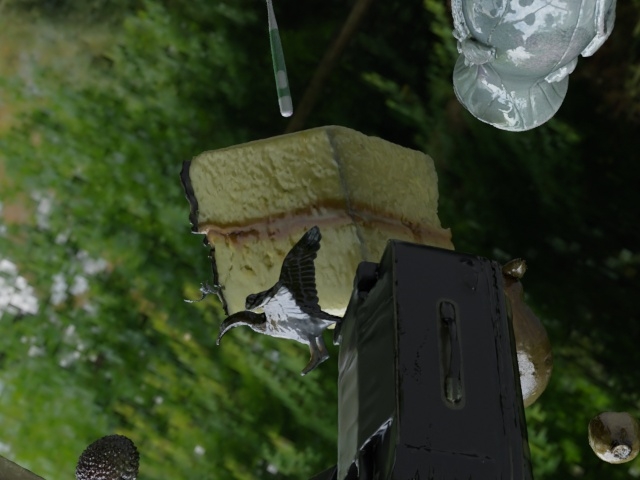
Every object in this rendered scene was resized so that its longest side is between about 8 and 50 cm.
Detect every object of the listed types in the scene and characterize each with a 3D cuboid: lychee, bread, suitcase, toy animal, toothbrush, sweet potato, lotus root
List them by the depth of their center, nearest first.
[{"bbox_3d":[0.118,0.213,1.568,0.194,0.283,0.434,10,-137,-10],"label":"suitcase"},{"bbox_3d":[-0.246,0.262,1.585,0.068,0.083,0.067,27,178,10],"label":"lychee"},{"bbox_3d":[-0.054,0.115,1.916,0.160,0.197,0.272,47,-164,5],"label":"toy animal"},{"bbox_3d":[0.412,0.274,1.926,0.072,0.063,0.152,-7,-169,14],"label":"lotus root"},{"bbox_3d":[-0.064,-0.286,1.985,0.018,0.257,0.024,-9,152,0],"label":"toothbrush"},{"bbox_3d":[0.299,0.175,2.121,0.124,0.310,0.098,27,-142,36],"label":"sweet potato"},{"bbox_3d":[0.000,0.000,2.212,0.405,0.346,0.242,-17,157,39],"label":"bread"},{"bbox_3d":[-0.204,0.087,2.470,0.028,0.084,0.050,60,-157,-13],"label":"toy animal"}]

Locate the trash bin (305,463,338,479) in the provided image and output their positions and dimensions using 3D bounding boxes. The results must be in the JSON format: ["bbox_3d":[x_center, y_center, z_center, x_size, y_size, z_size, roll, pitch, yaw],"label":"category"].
[{"bbox_3d":[-0.026,0.401,1.715,0.177,0.236,0.101,54,-156,-7],"label":"trash bin"}]

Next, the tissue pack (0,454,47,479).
[{"bbox_3d":[-0.526,0.462,1.992,0.167,0.275,0.200,32,-140,-12],"label":"tissue pack"}]

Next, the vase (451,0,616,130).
[{"bbox_3d":[0.308,-0.330,2.050,0.250,0.250,0.445,29,163,11],"label":"vase"}]
